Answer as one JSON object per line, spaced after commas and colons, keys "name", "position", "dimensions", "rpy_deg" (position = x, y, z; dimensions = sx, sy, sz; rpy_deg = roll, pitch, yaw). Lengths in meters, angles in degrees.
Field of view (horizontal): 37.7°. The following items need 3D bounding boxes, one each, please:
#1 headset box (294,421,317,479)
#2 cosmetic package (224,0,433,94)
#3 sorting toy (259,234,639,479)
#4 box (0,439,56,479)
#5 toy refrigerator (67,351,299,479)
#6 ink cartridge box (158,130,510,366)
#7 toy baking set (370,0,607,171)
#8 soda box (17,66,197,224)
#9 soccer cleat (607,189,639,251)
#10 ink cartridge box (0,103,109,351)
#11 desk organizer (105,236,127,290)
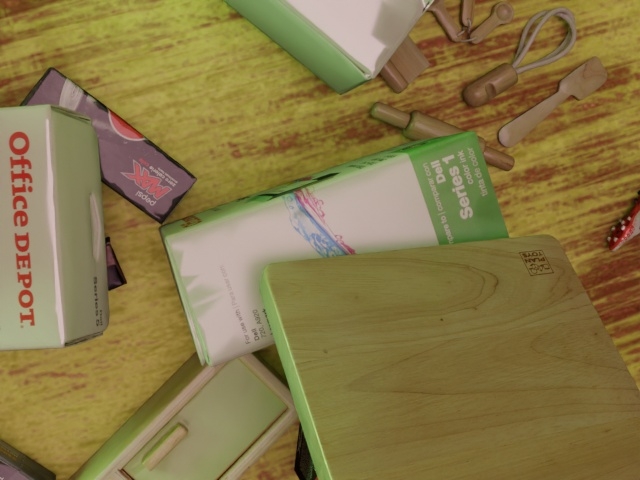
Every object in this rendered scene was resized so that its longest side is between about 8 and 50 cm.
{"name": "headset box", "position": [0.112, 0.213, 0.851], "dimensions": [0.218, 0.293, 0.110], "rpy_deg": [6, 94, -12]}
{"name": "cosmetic package", "position": [-0.051, -0.321, 0.836], "dimensions": [0.365, 0.155, 0.197], "rpy_deg": [39, 86, -10]}
{"name": "sorting toy", "position": [0.102, 0.132, 0.697], "dimensions": [0.257, 0.089, 0.255], "rpy_deg": [-5, 55, -22]}
{"name": "box", "position": [-0.391, 0.271, 0.870], "dimensions": [0.183, 0.056, 0.231], "rpy_deg": [38, 87, -12]}
{"name": "toy refrigerator", "position": [-0.147, 0.215, 0.898], "dimensions": [0.269, 0.094, 0.102], "rpy_deg": [-45, 102, -5]}
{"name": "ink cartridge box", "position": [0.000, 0.000, 0.856], "dimensions": [0.278, 0.201, 0.117], "rpy_deg": [-20, 97, -9]}
{"name": "toy baking set", "position": [0.173, -0.174, 0.966], "dimensions": [0.256, 0.030, 0.196], "rpy_deg": [25, 89, -13]}
{"name": "soda box", "position": [-0.200, -0.088, 0.883], "dimensions": [0.169, 0.053, 0.060], "rpy_deg": [38, 86, -13]}
{"name": "soccer cleat", "position": [0.345, -0.018, 1.018], "dimensions": [0.036, 0.029, 0.083], "rpy_deg": [37, 82, -8]}
{"name": "ink cartridge box", "position": [-0.332, -0.004, 0.791], "dimensions": [0.273, 0.115, 0.198], "rpy_deg": [-4, 90, 4]}
{"name": "desk organizer", "position": [-0.252, 0.045, 0.887], "dimensions": [0.130, 0.047, 0.050], "rpy_deg": [-23, 101, -9]}
